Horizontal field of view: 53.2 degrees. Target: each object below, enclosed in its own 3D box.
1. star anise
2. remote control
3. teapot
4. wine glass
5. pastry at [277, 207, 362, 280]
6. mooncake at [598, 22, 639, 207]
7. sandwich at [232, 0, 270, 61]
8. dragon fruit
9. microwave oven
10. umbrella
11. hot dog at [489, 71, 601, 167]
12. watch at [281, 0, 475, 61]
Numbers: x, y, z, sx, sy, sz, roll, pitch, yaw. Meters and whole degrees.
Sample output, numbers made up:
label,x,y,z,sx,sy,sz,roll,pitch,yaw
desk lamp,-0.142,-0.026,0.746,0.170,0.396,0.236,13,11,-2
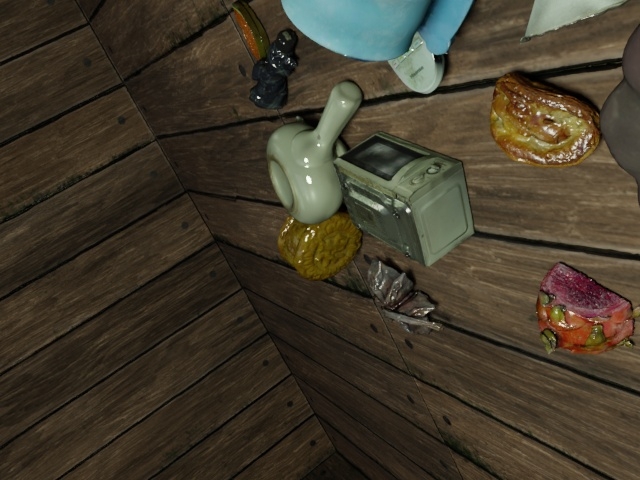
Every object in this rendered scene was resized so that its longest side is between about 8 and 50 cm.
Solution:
label,x,y,z,sx,sy,sz,roll,pitch,yaw
star anise,0.171,0.132,1.357,0.209,0.089,0.231,51,174,-8
remote control,0.096,-0.319,0.875,0.256,0.045,0.097,60,151,-2
teapot,0.000,-0.149,1.220,0.220,0.149,0.318,67,161,-6
wine glass,0.208,-0.283,0.562,0.183,0.122,0.122,65,160,-13
pastry,0.000,0.000,1.431,0.103,0.188,0.189,44,158,39
mooncake,0.351,-0.092,0.508,0.245,0.133,0.245,56,165,24
sandwich,-0.136,-0.420,1.293,0.135,0.029,0.067,64,165,-24
dragon fruit,0.347,0.107,0.880,0.147,0.096,0.102,38,150,38
microwave oven,0.132,-0.070,1.064,0.205,0.129,0.163,33,150,50
umbrella,-0.092,-0.343,1.267,0.224,0.080,0.071,129,141,-67
hot dog,0.255,-0.140,0.751,0.147,0.065,0.099,43,148,38
watch,0.062,-0.292,0.730,0.211,0.193,0.211,28,135,33
